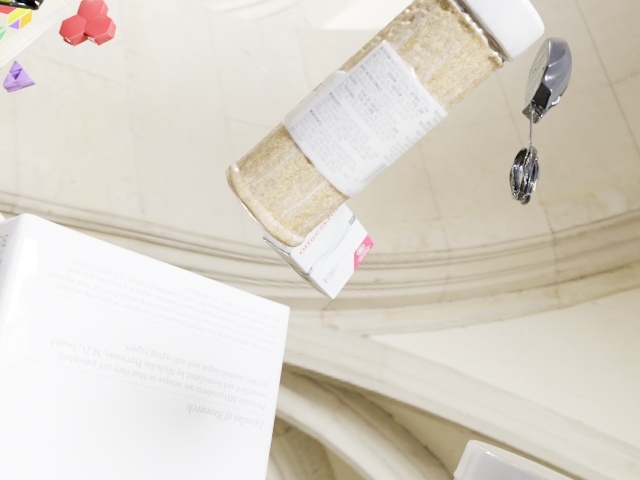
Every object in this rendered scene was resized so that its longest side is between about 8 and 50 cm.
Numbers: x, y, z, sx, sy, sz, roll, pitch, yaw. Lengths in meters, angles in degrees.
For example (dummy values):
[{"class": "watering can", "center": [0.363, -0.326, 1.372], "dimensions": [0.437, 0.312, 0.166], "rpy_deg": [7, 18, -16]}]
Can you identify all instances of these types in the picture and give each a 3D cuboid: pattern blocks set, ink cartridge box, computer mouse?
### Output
[{"class": "pattern blocks set", "center": [-0.459, -0.344, 1.303], "dimensions": [0.286, 0.026, 0.324], "rpy_deg": [-30, -118, -2]}, {"class": "ink cartridge box", "center": [0.000, 0.000, 1.272], "dimensions": [0.063, 0.150, 0.109], "rpy_deg": [32, -101, 37]}, {"class": "computer mouse", "center": [0.245, -0.132, 0.974], "dimensions": [0.071, 0.041, 0.242], "rpy_deg": [114, -5, -58]}]

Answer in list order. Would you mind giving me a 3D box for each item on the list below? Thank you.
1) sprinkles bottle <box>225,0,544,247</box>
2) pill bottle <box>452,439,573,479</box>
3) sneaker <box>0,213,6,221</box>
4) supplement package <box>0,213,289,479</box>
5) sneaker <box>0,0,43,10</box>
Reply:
[{"class": "sprinkles bottle", "center": [0.063, -0.146, 0.946], "dimensions": [0.355, 0.121, 0.121], "rpy_deg": [-41, -130, 12]}, {"class": "pill bottle", "center": [0.096, 0.248, 0.568], "dimensions": [0.124, 0.124, 0.221], "rpy_deg": [17, -97, 49]}, {"class": "sneaker", "center": [-0.315, 0.039, 0.983], "dimensions": [0.145, 0.090, 0.270], "rpy_deg": [-32, -108, 25]}, {"class": "supplement package", "center": [-0.154, 0.159, 0.475], "dimensions": [0.178, 0.175, 0.292], "rpy_deg": [-11, -115, 44]}, {"class": "sneaker", "center": [-0.262, -0.230, 0.712], "dimensions": [0.097, 0.235, 0.084], "rpy_deg": [36, -55, 14]}]
